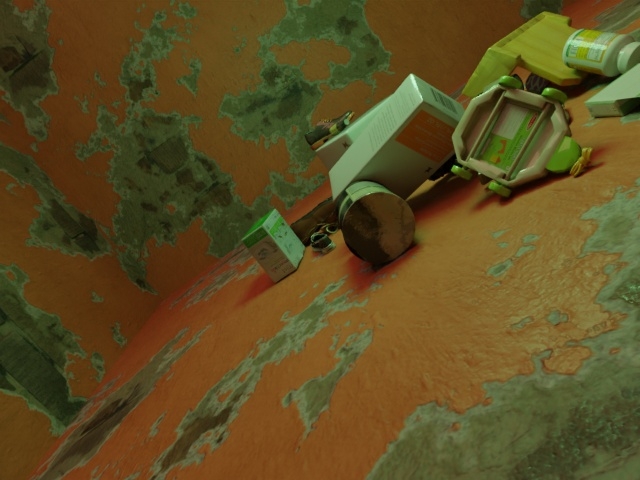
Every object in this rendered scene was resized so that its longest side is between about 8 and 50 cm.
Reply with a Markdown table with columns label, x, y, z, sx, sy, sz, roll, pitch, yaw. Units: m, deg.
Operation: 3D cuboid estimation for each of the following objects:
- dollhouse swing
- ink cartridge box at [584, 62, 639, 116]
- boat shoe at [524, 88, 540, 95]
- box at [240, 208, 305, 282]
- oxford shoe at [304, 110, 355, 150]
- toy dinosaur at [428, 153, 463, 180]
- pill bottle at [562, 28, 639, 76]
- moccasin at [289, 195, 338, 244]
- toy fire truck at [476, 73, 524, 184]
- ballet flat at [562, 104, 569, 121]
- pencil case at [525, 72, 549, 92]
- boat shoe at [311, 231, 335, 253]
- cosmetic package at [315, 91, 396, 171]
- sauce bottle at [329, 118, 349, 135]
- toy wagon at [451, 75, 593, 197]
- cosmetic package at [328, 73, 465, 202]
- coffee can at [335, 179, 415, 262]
| label | x | y | z | sx | sy | sz | roll | pitch | yaw |
| --- | --- | --- | --- | --- | --- | --- | --- | --- | --- |
| dollhouse swing | 0.789 | -0.614 | 1.615 | 0.347 | 0.305 | 0.315 | -38 | -14 | -22 |
| ink cartridge box | 0.791 | -0.371 | 1.066 | 0.171 | 0.056 | 0.235 | -36 | 16 | 5 |
| boat shoe | 0.696 | -0.478 | 1.641 | 0.226 | 0.083 | 0.076 | -35 | 14 | 9 |
| box | -0.190 | 0.015 | 1.879 | 0.127 | 0.231 | 0.262 | -33 | 13 | 15 |
| oxford shoe | 0.038 | -0.531 | 2.061 | 0.271 | 0.098 | 0.097 | -32 | 11 | 26 |
| toy dinosaur | 0.499 | -0.338 | 1.547 | 0.322 | 0.164 | 0.218 | -61 | 1 | -10 |
| pill bottle | 0.849 | -0.557 | 1.319 | 0.118 | 0.117 | 0.208 | -37 | 39 | -3 |
| moccasin | 0.023 | -0.093 | 1.962 | 0.380 | 0.147 | 0.139 | -34 | -2 | 29 |
| toy fire truck | 0.510 | -0.298 | 1.237 | 0.158 | 0.217 | 0.246 | -23 | 33 | 47 |
| ballet flat | 0.704 | -0.390 | 1.339 | 0.073 | 0.067 | 0.206 | -28 | 15 | 31 |
| pencil case | 0.900 | -0.674 | 1.799 | 0.206 | 0.086 | 0.088 | -50 | -22 | -37 |
| boat shoe | 0.000 | 0.000 | 1.794 | 0.078 | 0.070 | 0.219 | -39 | 13 | -12 |
| cosmetic package | 0.264 | -0.419 | 2.020 | 0.394 | 0.329 | 0.327 | -41 | 13 | -21 |
| sauce bottle | 0.084 | -0.495 | 1.928 | 0.042 | 0.042 | 0.128 | -43 | 15 | -26 |
| toy wagon | 0.489 | -0.240 | 1.082 | 0.344 | 0.068 | 0.267 | 38 | 109 | 40 |
| cosmetic package | 0.248 | -0.284 | 1.463 | 0.453 | 0.230 | 0.161 | -47 | 36 | 39 |
| coffee can | 0.153 | -0.067 | 1.323 | 0.201 | 0.201 | 0.275 | -35 | 12 | 6 |
